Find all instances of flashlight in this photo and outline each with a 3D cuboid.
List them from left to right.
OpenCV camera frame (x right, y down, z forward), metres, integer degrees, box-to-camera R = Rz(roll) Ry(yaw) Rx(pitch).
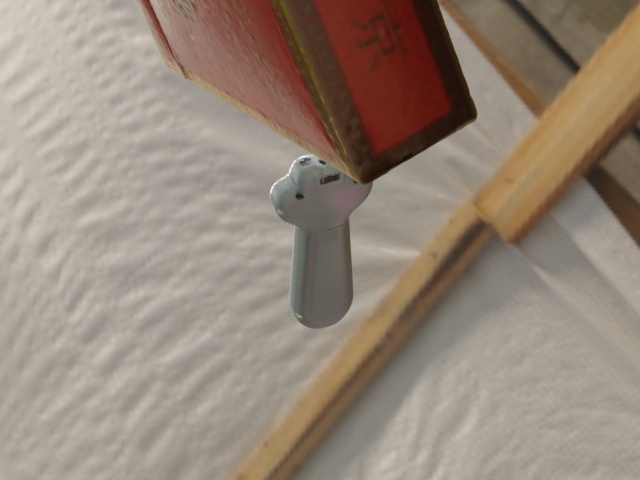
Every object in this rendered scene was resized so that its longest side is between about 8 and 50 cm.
[{"bbox_3d":[0.000,0.000,1.285,0.200,0.093,0.047,90,-24,-43],"label":"flashlight"}]

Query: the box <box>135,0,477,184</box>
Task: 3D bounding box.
[{"bbox_3d":[-0.034,-0.133,0.655,0.074,0.153,0.240,-35,-150,-12],"label":"box"}]
